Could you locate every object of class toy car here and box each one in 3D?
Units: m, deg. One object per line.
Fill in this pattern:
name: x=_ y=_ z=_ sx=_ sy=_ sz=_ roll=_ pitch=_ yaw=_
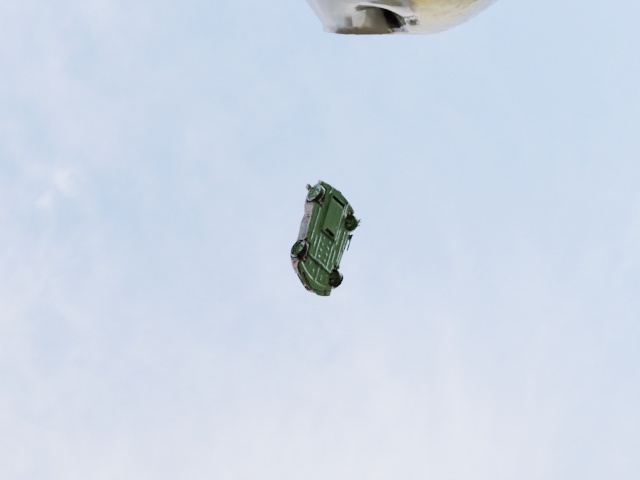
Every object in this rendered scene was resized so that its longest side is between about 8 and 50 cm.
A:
toy car: x=0.000 y=0.000 z=1.177 sx=0.059 sy=0.035 sz=0.122 roll=42 pitch=-131 yaw=-32

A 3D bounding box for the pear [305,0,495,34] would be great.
pear: x=0.078 y=-0.310 z=1.125 sx=0.271 sy=0.271 sz=0.271 roll=2 pitch=-97 yaw=-17
